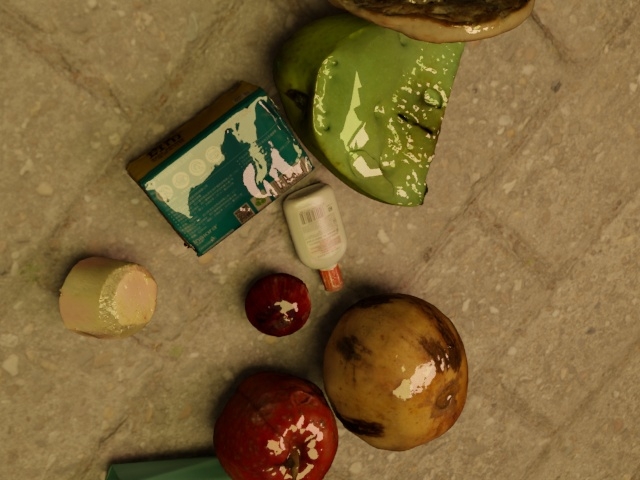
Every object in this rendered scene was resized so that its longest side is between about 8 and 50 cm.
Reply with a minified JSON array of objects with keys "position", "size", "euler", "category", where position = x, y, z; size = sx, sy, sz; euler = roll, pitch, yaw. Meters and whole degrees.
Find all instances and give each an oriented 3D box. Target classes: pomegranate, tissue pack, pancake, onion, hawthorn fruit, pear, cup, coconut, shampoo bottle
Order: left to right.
[{"position":[-0.381,0.100,1.531],"size":[0.147,0.153,0.147],"euler":[-13,105,-62],"category":"coconut"},{"position":[-0.298,0.495,1.736],"size":[0.236,0.134,0.148],"euler":[-7,86,-31],"category":"cup"},{"position":[-0.178,-0.128,1.534],"size":[0.271,0.134,0.192],"euler":[-38,119,-7],"category":"tissue pack"},{"position":[-0.081,0.380,1.714],"size":[0.258,0.262,0.258],"euler":[10,66,-23],"category":"hawthorn fruit"},{"position":[-0.079,0.124,1.685],"size":[0.131,0.131,0.131],"euler":[-9,113,-21],"category":"onion"},{"position":[0.000,0.000,1.712],"size":[0.108,0.051,0.221],"euler":[-24,118,-15],"category":"shampoo bottle"},{"position":[0.057,-0.256,1.519],"size":[0.318,0.238,0.342],"euler":[12,97,-32],"category":"pear"},{"position":[0.150,0.262,1.745],"size":[0.322,0.322,0.322],"euler":[-9,113,-21],"category":"pomegranate"},{"position":[0.166,-0.425,1.444],"size":[0.382,0.382,0.071],"euler":[-10,127,-21],"category":"pancake"}]
